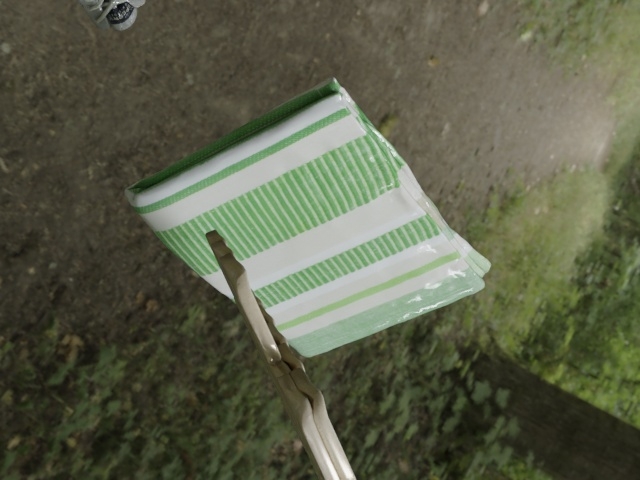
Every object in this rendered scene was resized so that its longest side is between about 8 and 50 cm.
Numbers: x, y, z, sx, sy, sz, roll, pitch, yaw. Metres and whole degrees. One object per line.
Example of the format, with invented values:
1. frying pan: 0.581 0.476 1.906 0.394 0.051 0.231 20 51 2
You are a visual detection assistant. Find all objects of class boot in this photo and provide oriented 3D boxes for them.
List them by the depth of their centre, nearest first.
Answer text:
1. boot: -0.226 -0.281 0.842 0.095 0.258 0.123 -26 115 1

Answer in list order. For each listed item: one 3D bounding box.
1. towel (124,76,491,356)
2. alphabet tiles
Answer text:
1. towel: 0.000 0.000 0.795 0.325 0.247 0.038 44 30 -43
2. alphabet tiles: -0.012 0.125 0.581 0.021 0.278 0.284 -25 -167 -7
